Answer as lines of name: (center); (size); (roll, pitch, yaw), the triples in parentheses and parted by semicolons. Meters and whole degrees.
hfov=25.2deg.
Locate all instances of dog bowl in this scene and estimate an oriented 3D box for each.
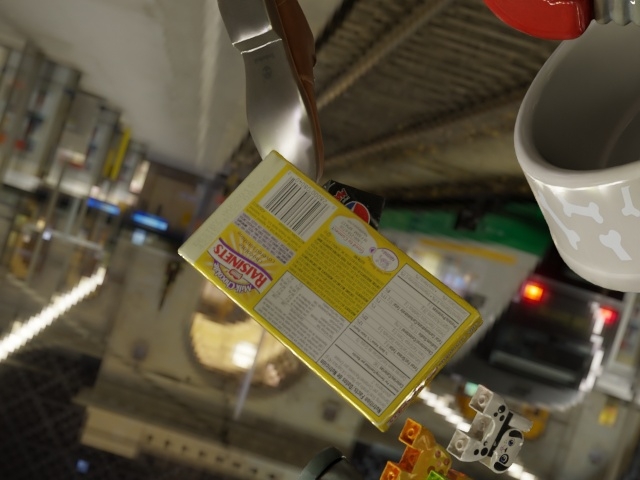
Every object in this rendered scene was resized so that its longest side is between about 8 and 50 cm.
dog bowl: (0.305, -0.121, 1.126); (0.102, 0.349, 0.349); (49, 166, -24)

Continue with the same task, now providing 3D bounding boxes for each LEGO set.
LEGO set: (0.094, 0.218, 1.124); (0.093, 0.227, 0.087); (24, -176, -35)

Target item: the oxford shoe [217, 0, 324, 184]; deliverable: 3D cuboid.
oxford shoe: (-0.026, -0.147, 1.295); (0.076, 0.212, 0.076); (-1, -162, 40)

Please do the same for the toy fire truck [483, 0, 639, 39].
toy fire truck: (0.199, -0.150, 0.829); (0.217, 0.246, 0.158); (5, -151, 18)

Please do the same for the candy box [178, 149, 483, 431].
candy box: (0.004, 0.032, 1.012); (0.206, 0.105, 0.027); (40, 174, 26)

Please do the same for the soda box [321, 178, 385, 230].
soda box: (0.000, 0.000, 1.279); (0.053, 0.060, 0.169); (19, 161, -14)

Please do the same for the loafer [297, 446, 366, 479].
loafer: (0.011, 0.351, 1.668); (0.084, 0.096, 0.267); (33, 142, 25)
